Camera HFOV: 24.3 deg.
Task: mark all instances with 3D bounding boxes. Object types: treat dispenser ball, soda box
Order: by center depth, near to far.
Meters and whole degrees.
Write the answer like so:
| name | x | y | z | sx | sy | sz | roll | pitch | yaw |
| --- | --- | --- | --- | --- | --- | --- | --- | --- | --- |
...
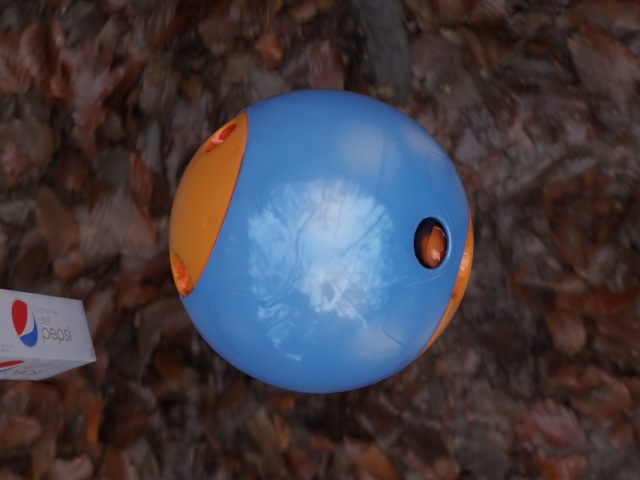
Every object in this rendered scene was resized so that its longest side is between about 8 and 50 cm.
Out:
| name | x | y | z | sx | sy | sz | roll | pitch | yaw |
| --- | --- | --- | --- | --- | --- | --- | --- | --- | --- |
| treat dispenser ball | 0.000 | 0.000 | 1.401 | 0.288 | 0.288 | 0.288 | -1 | 112 | -3 |
| soda box | -0.302 | 0.092 | 1.436 | 0.074 | 0.216 | 0.069 | -19 | 79 | 15 |
